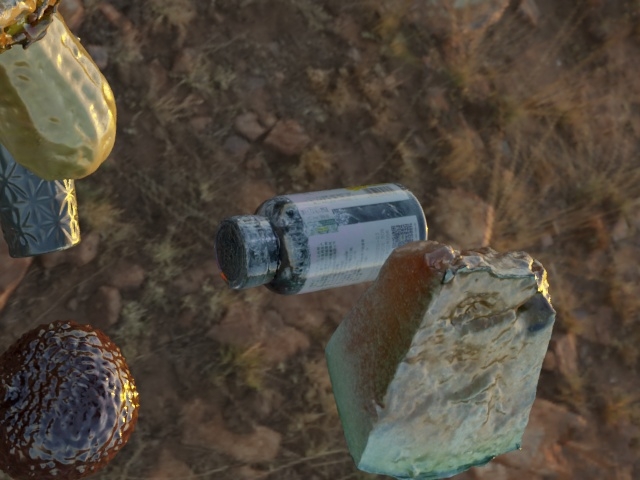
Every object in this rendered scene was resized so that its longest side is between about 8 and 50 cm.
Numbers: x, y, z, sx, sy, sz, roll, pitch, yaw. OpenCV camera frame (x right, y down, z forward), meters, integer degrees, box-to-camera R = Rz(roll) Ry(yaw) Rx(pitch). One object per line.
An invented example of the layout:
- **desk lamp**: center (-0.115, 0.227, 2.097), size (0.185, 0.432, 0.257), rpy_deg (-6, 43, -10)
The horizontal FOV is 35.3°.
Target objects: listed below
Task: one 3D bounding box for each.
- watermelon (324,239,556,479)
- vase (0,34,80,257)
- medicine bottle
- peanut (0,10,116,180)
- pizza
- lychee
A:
- **watermelon**: center (0.150, 0.116, 1.172), size (0.264, 0.151, 0.302), rpy_deg (-1, 120, -33)
- **vase**: center (-0.437, -0.128, 1.433), size (0.251, 0.156, 0.301), rpy_deg (-13, 98, -11)
- **medicine bottle**: center (0.000, 0.000, 1.423), size (0.293, 0.141, 0.141), rpy_deg (-9, 81, -32)
- **peanut**: center (-0.326, -0.196, 1.057), size (0.306, 0.147, 0.147), rpy_deg (61, 43, -36)
- **pizza**: center (-0.232, -0.193, 0.782), size (0.147, 0.226, 0.069), rpy_deg (-49, 113, -13)
- **lychee**: center (-0.404, 0.258, 1.561), size (0.260, 0.260, 0.261), rpy_deg (15, 65, -36)
